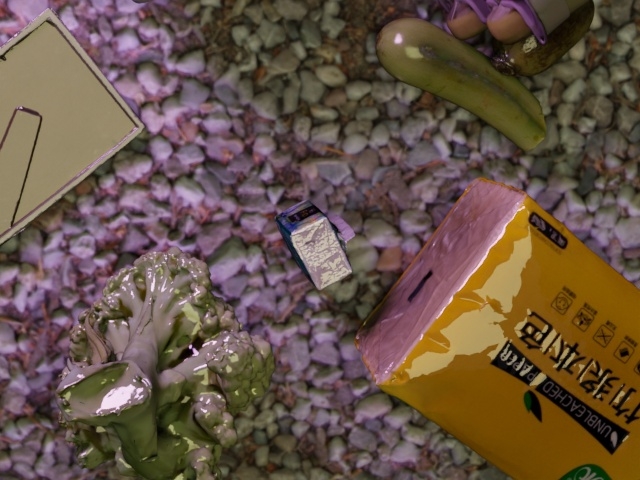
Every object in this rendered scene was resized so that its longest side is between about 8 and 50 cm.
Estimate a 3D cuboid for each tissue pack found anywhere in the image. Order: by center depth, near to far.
[{"bbox_3d":[0.000,-0.001,1.476,0.079,0.111,0.085,-28,106,-5],"label":"tissue pack"},{"bbox_3d":[0.280,0.149,1.499,0.382,0.228,0.293,37,91,-16],"label":"tissue pack"}]

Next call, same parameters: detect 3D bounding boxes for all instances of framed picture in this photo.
[{"bbox_3d":[-0.367,-0.129,1.426,0.260,0.023,0.189,-39,105,-1],"label":"framed picture"}]

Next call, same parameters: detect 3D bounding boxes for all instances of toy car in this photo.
[{"bbox_3d":[0.203,-0.374,1.323,0.226,0.336,0.242,-41,105,-2],"label":"toy car"}]

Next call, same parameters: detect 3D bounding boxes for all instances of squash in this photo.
[{"bbox_3d":[0.179,-0.202,1.489,0.250,0.083,0.083,28,95,-18],"label":"squash"}]

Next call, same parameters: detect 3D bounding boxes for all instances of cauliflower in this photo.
[{"bbox_3d":[-0.180,0.176,1.391,0.260,0.281,0.327,-8,97,-14],"label":"cauliflower"}]

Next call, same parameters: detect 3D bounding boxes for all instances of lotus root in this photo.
[{"bbox_3d":[0.280,-0.268,1.477,0.179,0.080,0.089,-40,97,-22],"label":"lotus root"}]

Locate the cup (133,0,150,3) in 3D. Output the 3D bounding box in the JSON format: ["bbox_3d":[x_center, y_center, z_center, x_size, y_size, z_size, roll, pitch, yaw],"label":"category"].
[{"bbox_3d":[-0.179,-0.465,1.276,0.253,0.253,0.372,-22,106,-6],"label":"cup"}]
